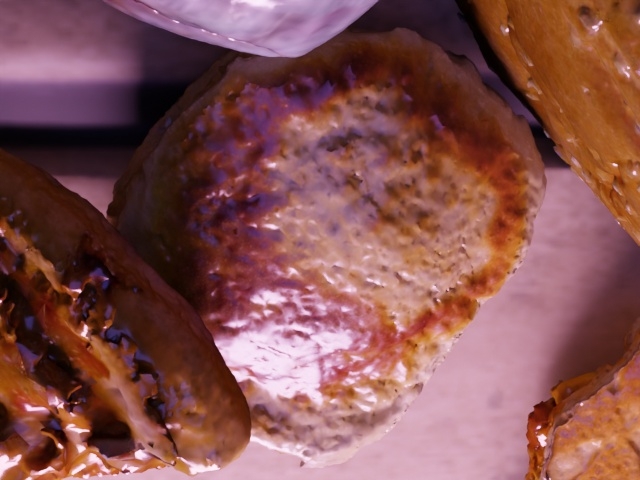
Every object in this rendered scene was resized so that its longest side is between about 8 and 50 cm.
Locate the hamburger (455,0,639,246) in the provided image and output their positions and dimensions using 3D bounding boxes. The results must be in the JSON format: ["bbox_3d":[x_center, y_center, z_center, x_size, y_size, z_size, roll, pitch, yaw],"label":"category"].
[{"bbox_3d":[0.159,-0.077,0.725,0.132,0.211,0.309,-36,108,0],"label":"hamburger"}]

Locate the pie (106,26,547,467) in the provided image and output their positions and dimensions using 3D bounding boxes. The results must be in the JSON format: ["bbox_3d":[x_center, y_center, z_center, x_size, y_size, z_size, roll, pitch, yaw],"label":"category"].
[{"bbox_3d":[0.000,0.000,0.792,0.179,0.084,0.205,32,106,-15],"label":"pie"}]

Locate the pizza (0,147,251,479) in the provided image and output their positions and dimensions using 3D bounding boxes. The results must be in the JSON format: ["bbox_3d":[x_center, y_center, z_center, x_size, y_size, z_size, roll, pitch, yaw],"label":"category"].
[{"bbox_3d":[-0.170,0.025,0.742,0.305,0.085,0.161,25,120,3],"label":"pizza"}]

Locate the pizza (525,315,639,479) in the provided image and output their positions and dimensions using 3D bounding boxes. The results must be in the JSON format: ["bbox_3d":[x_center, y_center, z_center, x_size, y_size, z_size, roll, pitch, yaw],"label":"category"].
[{"bbox_3d":[0.140,0.148,0.876,0.127,0.058,0.246,-3,111,-8],"label":"pizza"}]

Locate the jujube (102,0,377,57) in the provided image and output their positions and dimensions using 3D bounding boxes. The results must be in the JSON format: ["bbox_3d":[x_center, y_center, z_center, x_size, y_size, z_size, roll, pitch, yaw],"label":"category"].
[{"bbox_3d":[-0.032,-0.213,0.634,0.246,0.215,0.308,38,130,1],"label":"jujube"}]
